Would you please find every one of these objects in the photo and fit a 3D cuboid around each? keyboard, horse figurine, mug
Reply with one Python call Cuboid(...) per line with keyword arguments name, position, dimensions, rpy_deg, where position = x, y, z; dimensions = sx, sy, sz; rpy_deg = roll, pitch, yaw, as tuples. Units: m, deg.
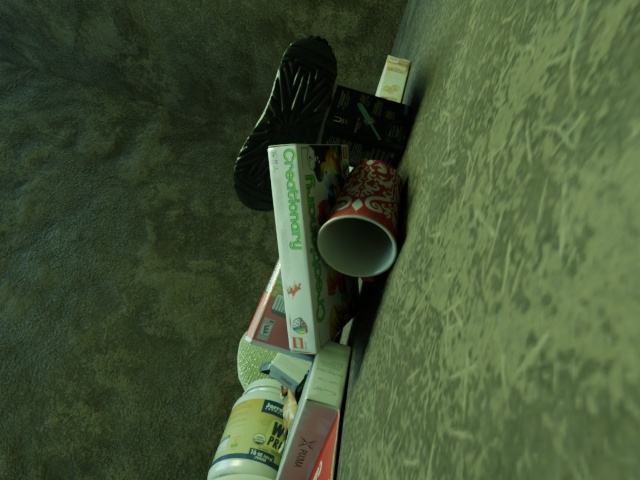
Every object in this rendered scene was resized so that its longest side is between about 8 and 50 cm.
Cuboid(name="keyboard", position=(-0.017, 0.320, 0.944), dimensions=(0.108, 0.023, 0.180), rpy_deg=(-42, -26, -24))
Cuboid(name="horse figurine", position=(-0.069, 0.467, 1.083), dimensions=(0.263, 0.066, 0.174), rpy_deg=(162, 119, -78))
Cuboid(name="mug", position=(0.065, -0.030, 0.665), dimensions=(0.169, 0.113, 0.150), rpy_deg=(-70, -1, -47))

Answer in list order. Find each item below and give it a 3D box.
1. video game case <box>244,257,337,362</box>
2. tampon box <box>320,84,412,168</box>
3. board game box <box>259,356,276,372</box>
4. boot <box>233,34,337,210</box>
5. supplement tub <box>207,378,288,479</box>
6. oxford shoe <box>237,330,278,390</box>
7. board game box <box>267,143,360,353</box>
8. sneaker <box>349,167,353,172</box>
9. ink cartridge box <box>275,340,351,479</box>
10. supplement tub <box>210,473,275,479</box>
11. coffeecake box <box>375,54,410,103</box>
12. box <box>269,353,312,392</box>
Cuboid(name="video game case", position=(-0.007, 0.078, 0.804), dimensions=(0.025, 0.204, 0.285), rpy_deg=(11, 75, 45))
Cuboid(name="tampon box", position=(0.090, -0.222, 0.877), dimensions=(0.101, 0.161, 0.120), rpy_deg=(106, 180, -62))
Cuboid(name="board game box", position=(-0.089, 0.439, 1.446), dimensions=(0.194, 0.194, 0.060), rpy_deg=(137, 151, -61))
Cuboid(name="boot", position=(-0.061, -0.247, 0.884), dimensions=(0.348, 0.131, 0.260), rpy_deg=(-61, 13, 20))
Cuboid(name="supplement tub", position=(-0.177, 0.597, 1.266), dimensions=(0.316, 0.228, 0.228), rpy_deg=(-75, 1, -58))
Cuboid(name="oxford shoe", position=(-0.196, 0.540, 1.578), dimensions=(0.130, 0.169, 0.449), rpy_deg=(84, 165, -62))
Cuboid(name="board game box", position=(0.000, 0.000, 0.690), dimensions=(0.193, 0.053, 0.305), rpy_deg=(-26, -67, -62))
Cuboid(name="sneaker", position=(0.101, -0.187, 1.159), dimensions=(0.099, 0.121, 0.262), rpy_deg=(106, 179, -86))
Cuboid(name="ink cartridge box", position=(-0.025, 0.365, 0.742), dimensions=(0.261, 0.066, 0.296), rpy_deg=(-72, -2, -57))
Cuboid(name="supplement tub", position=(-0.105, 0.416, 0.479), dimensions=(0.191, 0.191, 0.272), rpy_deg=(-74, 0, -56))
Cuboid(name="coffeecake box", position=(0.186, -0.391, 1.198), dimensions=(0.142, 0.068, 0.185), rpy_deg=(105, 180, -69))
Cuboid(name="box", position=(-0.036, 0.265, 1.028), dimensions=(0.170, 0.091, 0.130), rpy_deg=(-52, -11, -29))
